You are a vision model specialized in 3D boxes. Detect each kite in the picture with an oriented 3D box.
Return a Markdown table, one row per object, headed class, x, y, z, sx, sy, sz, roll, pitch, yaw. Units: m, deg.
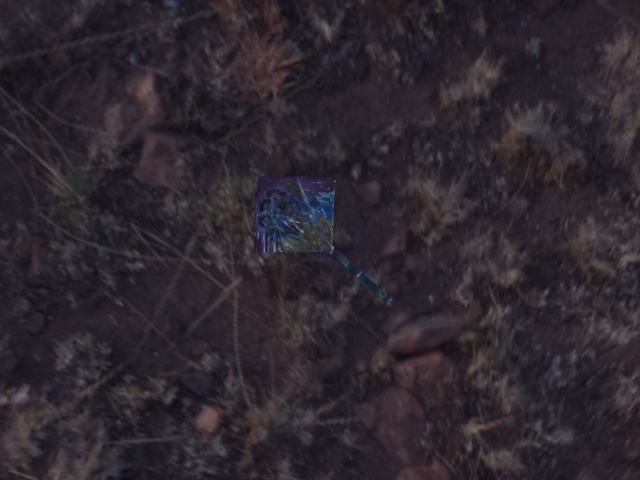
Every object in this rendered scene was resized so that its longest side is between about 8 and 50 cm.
| class | x | y | z | sx | sy | sz | roll | pitch | yaw |
| --- | --- | --- | --- | --- | --- | --- | --- | --- | --- |
| kite | 0.003 | -0.005 | 0.509 | 0.078 | 0.002 | 0.044 | 21 | 80 | 16 |
